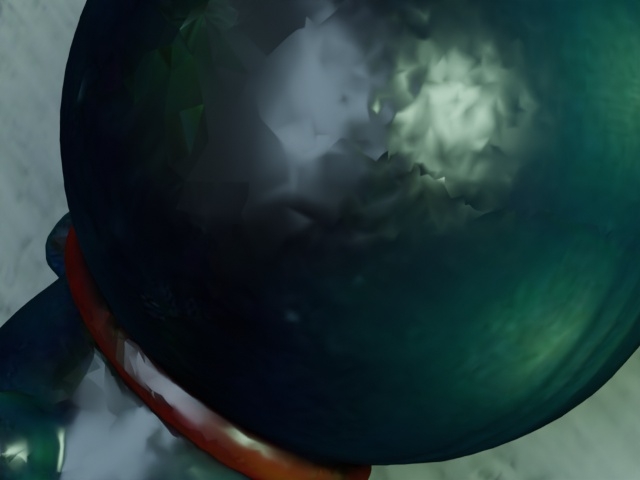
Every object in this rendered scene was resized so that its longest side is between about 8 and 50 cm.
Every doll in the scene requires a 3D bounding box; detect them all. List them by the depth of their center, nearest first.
[{"bbox_3d":[-0.001,0.000,0.566,0.198,0.186,0.322,44,111,32],"label":"doll"}]
